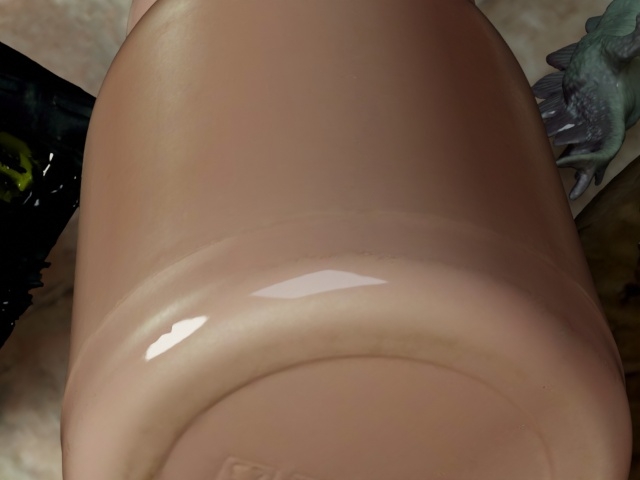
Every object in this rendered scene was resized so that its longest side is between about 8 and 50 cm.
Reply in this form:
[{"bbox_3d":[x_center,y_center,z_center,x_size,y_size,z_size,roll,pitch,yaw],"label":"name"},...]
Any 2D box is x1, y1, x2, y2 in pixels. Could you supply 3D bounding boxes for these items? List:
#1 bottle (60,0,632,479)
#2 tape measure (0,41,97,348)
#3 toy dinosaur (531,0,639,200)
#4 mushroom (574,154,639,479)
[{"bbox_3d":[0.000,0.000,0.655,0.173,0.206,0.297,-12,39,2],"label":"bottle"},{"bbox_3d":[-0.190,-0.013,0.747,0.199,0.112,0.186,36,95,49],"label":"tape measure"},{"bbox_3d":[0.120,-0.064,0.751,0.039,0.082,0.209,47,31,-8],"label":"toy dinosaur"},{"bbox_3d":[0.199,0.071,0.661,0.278,0.163,0.297,-14,62,-1],"label":"mushroom"}]
